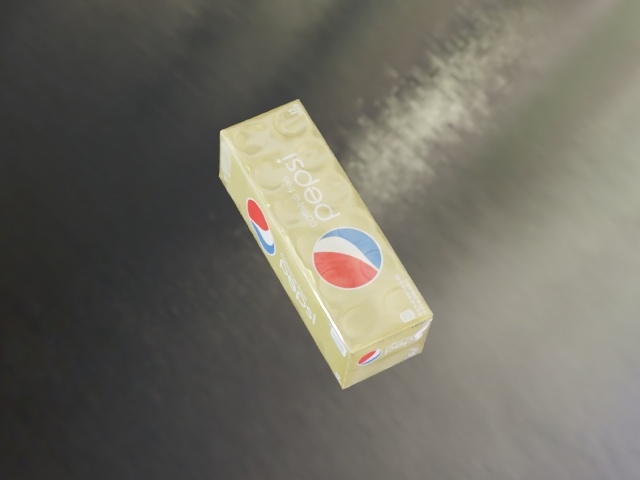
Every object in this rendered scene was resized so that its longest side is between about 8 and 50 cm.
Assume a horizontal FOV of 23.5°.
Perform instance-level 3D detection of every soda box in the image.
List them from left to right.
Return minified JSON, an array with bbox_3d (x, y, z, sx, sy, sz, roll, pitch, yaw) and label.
[{"bbox_3d":[0.000,0.000,1.001,0.181,0.061,0.058,59,-18,23],"label":"soda box"}]
